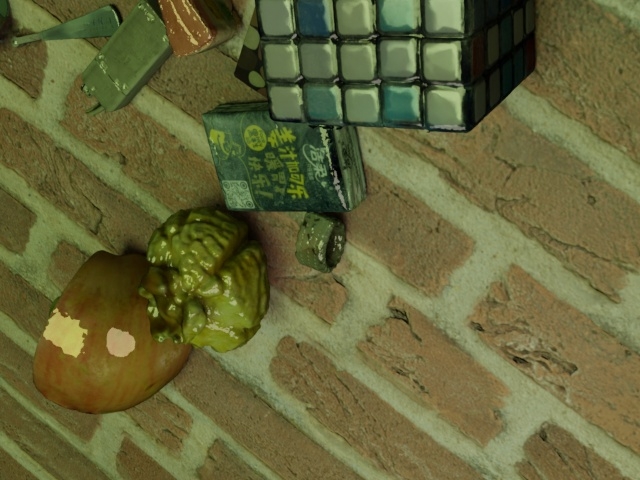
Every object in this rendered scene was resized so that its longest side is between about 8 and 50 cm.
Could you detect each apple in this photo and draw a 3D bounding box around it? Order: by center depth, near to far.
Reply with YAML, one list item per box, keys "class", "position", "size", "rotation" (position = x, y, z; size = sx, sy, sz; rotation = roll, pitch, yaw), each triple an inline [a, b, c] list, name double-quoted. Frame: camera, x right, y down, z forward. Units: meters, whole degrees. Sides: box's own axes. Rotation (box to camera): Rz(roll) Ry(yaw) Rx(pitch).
- class: "apple"
  position: [-0.424, 0.185, 1.716]
  size: [0.309, 0.314, 0.252]
  rotation: [-62, 35, 36]

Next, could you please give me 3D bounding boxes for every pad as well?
- class: "pad"
  position: [-0.049, -0.327, 1.352]
  size: [0.158, 0.003, 0.235]
  rotation: [34, 127, 12]

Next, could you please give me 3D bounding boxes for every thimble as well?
- class: "thimble"
  position: [0.000, 0.000, 1.434]
  size: [0.062, 0.084, 0.110]
  rotation: [19, 137, 24]

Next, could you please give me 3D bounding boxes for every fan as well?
- class: "fan"
  position: [-0.481, -0.396, 1.564]
  size: [0.282, 0.023, 0.057]
  rotation: [0, 115, 29]

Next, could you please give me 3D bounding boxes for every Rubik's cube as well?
- class: "Rubik's cube"
  position: [0.102, -0.320, 1.085]
  size: [0.292, 0.287, 0.293]
  rotation: [4, 116, 28]

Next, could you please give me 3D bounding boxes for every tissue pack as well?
- class: "tissue pack"
  position: [-0.063, -0.140, 1.403]
  size: [0.257, 0.081, 0.185]
  rotation: [2, 118, 31]

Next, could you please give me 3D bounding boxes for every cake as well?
- class: "cake"
  position: [-0.205, -0.412, 1.334]
  size: [0.090, 0.109, 0.225]
  rotation: [-1, 113, 31]

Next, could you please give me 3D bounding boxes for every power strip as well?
- class: "power strip"
  position: [-0.351, -0.318, 1.505]
  size: [0.288, 0.053, 0.093]
  rotation: [-36, 94, 38]

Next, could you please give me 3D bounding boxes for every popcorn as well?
- class: "popcorn"
  position: [-0.208, 0.073, 1.509]
  size: [0.224, 0.270, 0.257]
  rotation: [-5, 66, 29]

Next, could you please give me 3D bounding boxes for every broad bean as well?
- class: "broad bean"
  position: [-0.580, 0.157, 1.888]
  size: [0.063, 0.045, 0.083]
  rotation: [48, 120, 0]

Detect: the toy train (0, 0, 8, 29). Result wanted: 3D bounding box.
- class: "toy train"
  position: [-0.716, -0.481, 1.534]
  size: [0.129, 0.159, 0.326]
  rotation: [2, 149, 33]
